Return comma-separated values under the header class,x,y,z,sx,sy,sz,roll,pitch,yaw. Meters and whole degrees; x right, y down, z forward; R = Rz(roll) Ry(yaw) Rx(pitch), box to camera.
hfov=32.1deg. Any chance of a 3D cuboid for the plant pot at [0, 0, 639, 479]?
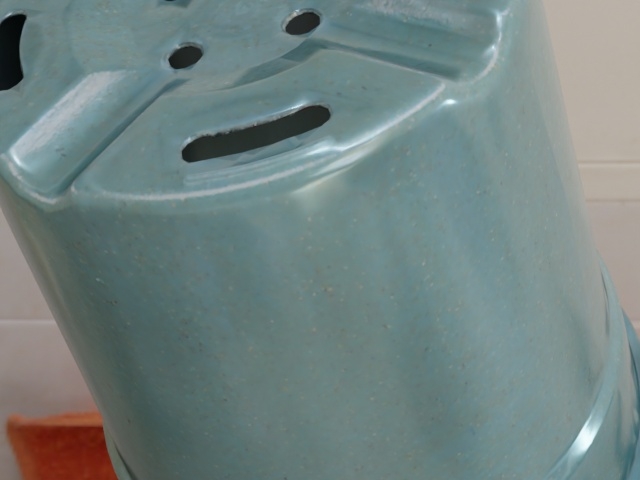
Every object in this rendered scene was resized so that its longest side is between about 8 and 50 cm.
class,x,y,z,sx,sy,sz,roll,pitch,yaw
plant pot,0.000,0.000,0.587,0.334,0.341,0.341,72,17,-45
